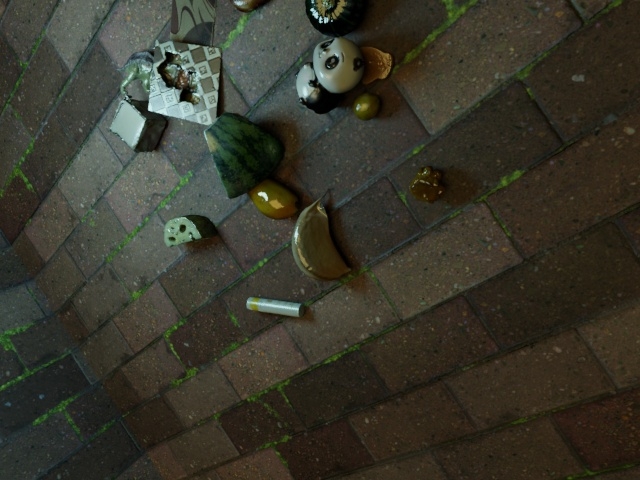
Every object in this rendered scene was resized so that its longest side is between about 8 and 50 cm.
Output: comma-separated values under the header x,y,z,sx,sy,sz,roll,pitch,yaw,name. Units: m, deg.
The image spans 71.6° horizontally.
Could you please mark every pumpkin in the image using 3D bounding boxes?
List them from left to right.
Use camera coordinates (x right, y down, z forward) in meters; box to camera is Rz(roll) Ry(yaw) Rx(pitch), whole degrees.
x,y,z,sx,sy,sz,roll,pitch,yaw,name
0.044,-0.749,1.398,0.201,0.140,0.202,11,118,21,pumpkin

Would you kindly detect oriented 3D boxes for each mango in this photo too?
x,y,z,sx,sy,sz,roll,pitch,yaw,name
-0.199,-0.166,1.727,0.253,0.113,0.139,31,117,18,mango

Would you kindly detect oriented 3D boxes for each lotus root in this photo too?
x,y,z,sx,sy,sz,roll,pitch,yaw,name
-0.582,-0.046,1.961,0.234,0.119,0.138,-6,103,30,lotus root

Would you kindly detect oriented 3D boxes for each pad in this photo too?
x,y,z,sx,sy,sz,roll,pitch,yaw,name
-0.484,-0.925,1.696,0.219,0.004,0.331,21,114,20,pad

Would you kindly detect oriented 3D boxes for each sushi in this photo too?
x,y,z,sx,sy,sz,roll,pitch,yaw,name
-0.528,-0.630,1.777,0.291,0.059,0.294,13,103,7,sushi

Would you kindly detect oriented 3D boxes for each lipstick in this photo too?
x,y,z,sx,sy,sz,roll,pitch,yaw,name
-0.193,0.284,1.900,0.263,0.059,0.059,3,107,26,lipstick

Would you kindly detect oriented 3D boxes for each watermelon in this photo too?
x,y,z,sx,sy,sz,roll,pitch,yaw,name
-0.345,-0.325,1.663,0.292,0.251,0.283,3,147,44,watermelon

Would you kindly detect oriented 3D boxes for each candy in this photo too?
x,y,z,sx,sy,sz,roll,pitch,yaw,name
-0.787,-0.498,1.912,0.184,0.137,0.195,41,118,10,candy

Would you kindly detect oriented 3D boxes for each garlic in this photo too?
x,y,z,sx,sy,sz,roll,pitch,yaw,name
-0.016,-0.007,1.694,0.196,0.151,0.339,-16,91,3,garlic

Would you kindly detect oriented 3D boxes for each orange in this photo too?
x,y,z,sx,sy,sz,roll,pitch,yaw,name
0.155,-0.446,1.474,0.095,0.085,0.085,-31,90,33,orange

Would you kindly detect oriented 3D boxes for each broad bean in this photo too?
x,y,z,sx,sy,sz,roll,pitch,yaw,name
-0.236,-0.863,1.543,0.165,0.084,0.114,-35,86,25,broad bean

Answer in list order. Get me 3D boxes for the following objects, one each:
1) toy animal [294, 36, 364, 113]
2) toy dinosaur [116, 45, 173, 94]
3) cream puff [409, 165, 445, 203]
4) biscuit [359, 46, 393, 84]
x,y,z,sx,sy,sz,roll,pitch,yaw,name
0.035,-0.542,1.440,0.235,0.165,0.187,-38,54,46,toy animal
-0.730,-0.707,1.853,0.293,0.077,0.162,-9,93,10,toy dinosaur
0.351,-0.185,1.455,0.115,0.094,0.122,-4,127,32,cream puff
0.168,-0.573,1.461,0.140,0.023,0.118,32,120,16,biscuit
